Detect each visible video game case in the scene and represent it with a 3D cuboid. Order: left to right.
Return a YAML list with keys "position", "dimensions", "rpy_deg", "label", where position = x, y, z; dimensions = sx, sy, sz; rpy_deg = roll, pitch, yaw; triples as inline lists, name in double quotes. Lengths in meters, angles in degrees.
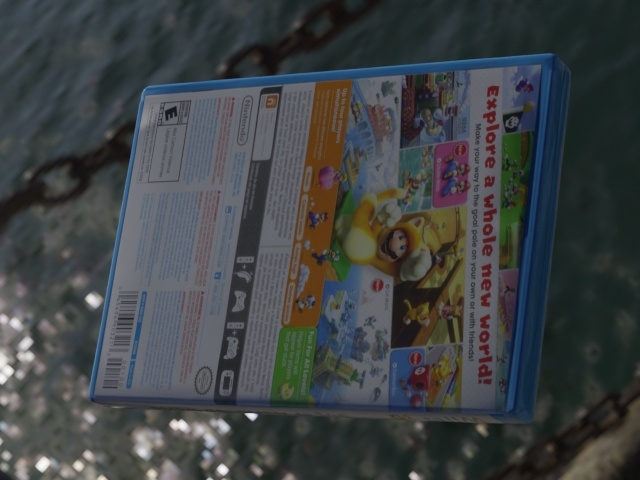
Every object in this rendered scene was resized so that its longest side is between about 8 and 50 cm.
- position: [0.000, 0.000, 0.594]
  dimensions: [0.166, 0.015, 0.119]
  rpy_deg: [-1, 72, 32]
  label: "video game case"
